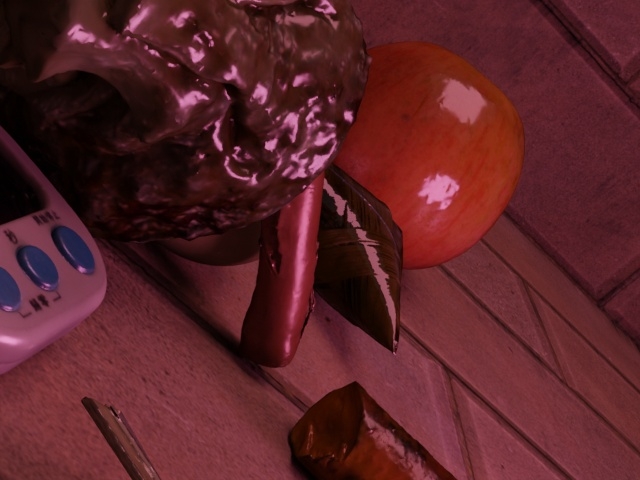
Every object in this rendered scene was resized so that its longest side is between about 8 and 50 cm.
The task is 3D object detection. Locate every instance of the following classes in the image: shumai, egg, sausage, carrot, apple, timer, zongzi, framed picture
[{"bbox_3d":[-0.165,-0.188,1.055,0.395,0.395,0.348,52,3,12],"label":"shumai"},{"bbox_3d":[-0.111,-0.065,1.328,0.186,0.186,0.241,54,20,19],"label":"egg"},{"bbox_3d":[-0.035,-0.004,1.243,0.078,0.304,0.078,6,24,-3],"label":"sausage"},{"bbox_3d":[0.104,0.276,1.229,0.302,0.114,0.114,45,16,-4],"label":"carrot"},{"bbox_3d":[0.145,-0.142,1.918,0.364,0.364,0.364,43,17,-16],"label":"apple"},{"bbox_3d":[-0.285,-0.010,0.935,0.237,0.087,0.262,49,16,0],"label":"timer"},{"bbox_3d":[0.000,0.000,1.569,0.286,0.138,0.300,39,20,-21],"label":"zongzi"},{"bbox_3d":[-0.060,0.233,0.797,0.232,0.019,0.296,51,-13,22],"label":"framed picture"}]
